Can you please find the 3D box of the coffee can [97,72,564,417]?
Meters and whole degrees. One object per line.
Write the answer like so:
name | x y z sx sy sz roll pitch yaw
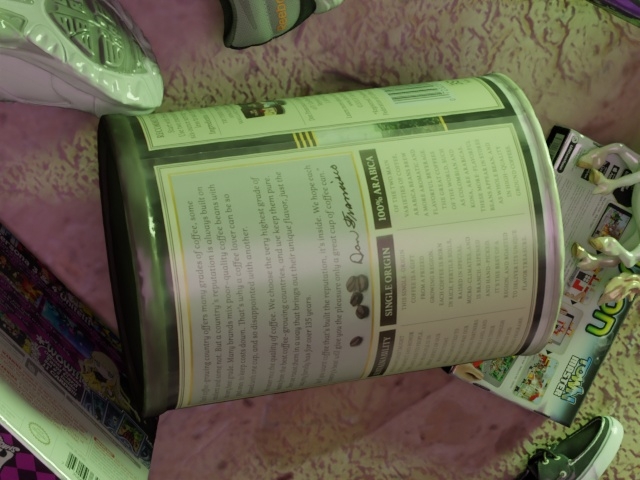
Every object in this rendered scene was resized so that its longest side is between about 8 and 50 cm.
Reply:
coffee can | 0.000 0.000 1.033 0.275 0.201 0.201 -7 102 -12

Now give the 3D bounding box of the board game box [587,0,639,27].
board game box | 0.228 -0.345 1.068 0.208 0.056 0.347 27 94 0

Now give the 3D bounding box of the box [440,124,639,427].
box | 0.185 0.029 1.170 0.114 0.036 0.207 25 94 -17

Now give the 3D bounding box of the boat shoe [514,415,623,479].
boat shoe | 0.178 0.187 1.194 0.040 0.049 0.142 43 91 -17

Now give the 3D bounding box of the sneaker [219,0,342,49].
sneaker | -0.091 -0.247 1.020 0.108 0.100 0.271 -36 107 1

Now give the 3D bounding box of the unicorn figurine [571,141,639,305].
unicorn figurine | 0.247 -0.034 1.129 0.111 0.060 0.162 -1 117 -14

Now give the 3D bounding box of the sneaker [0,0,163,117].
sneaker | -0.218 -0.128 1.026 0.232 0.090 0.115 21 139 -32

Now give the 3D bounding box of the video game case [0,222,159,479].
video game case | -0.201 0.077 0.997 0.042 0.210 0.232 -39 108 15
